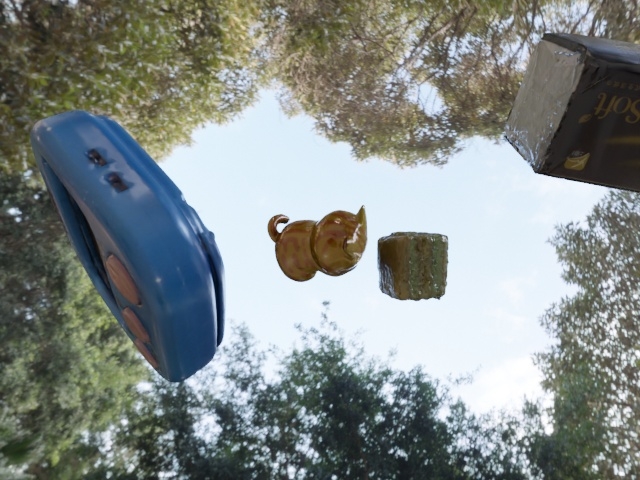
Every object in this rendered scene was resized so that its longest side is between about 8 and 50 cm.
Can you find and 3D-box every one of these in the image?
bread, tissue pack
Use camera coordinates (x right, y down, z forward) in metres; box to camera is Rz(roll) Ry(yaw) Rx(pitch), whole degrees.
[{"bbox_3d":[0.179,0.050,0.944,0.102,0.196,0.138,1,-86,-14],"label":"bread"},{"bbox_3d":[0.518,-0.190,0.714,0.370,0.210,0.198,10,-61,-1],"label":"tissue pack"}]

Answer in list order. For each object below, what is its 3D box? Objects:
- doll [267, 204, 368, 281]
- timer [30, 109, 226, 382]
[{"bbox_3d":[0.002,0.010,1.135,0.270,0.166,0.162,-8,-38,36],"label":"doll"},{"bbox_3d":[-0.244,0.015,0.598,0.309,0.115,0.340,43,-34,22],"label":"timer"}]
